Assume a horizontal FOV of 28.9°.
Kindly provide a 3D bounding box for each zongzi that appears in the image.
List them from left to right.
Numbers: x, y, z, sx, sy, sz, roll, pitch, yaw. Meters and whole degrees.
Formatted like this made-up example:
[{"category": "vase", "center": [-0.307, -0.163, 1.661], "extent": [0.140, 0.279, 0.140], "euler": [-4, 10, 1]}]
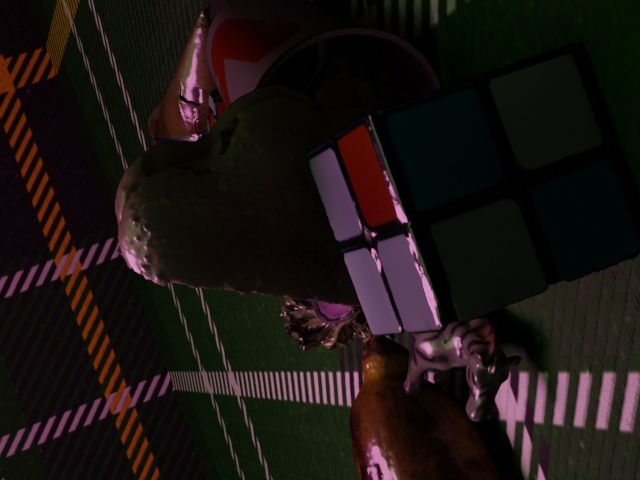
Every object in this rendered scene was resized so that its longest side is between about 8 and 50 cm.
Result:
[{"category": "zongzi", "center": [-0.184, -0.220, 1.754], "extent": [0.260, 0.123, 0.289], "euler": [41, 147, 55]}]

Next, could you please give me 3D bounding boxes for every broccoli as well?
[{"category": "broccoli", "center": [0.037, 0.066, 1.475], "extent": [0.204, 0.118, 0.122], "euler": [-34, 64, 56]}]

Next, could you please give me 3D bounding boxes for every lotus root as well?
[{"category": "lotus root", "center": [0.111, 0.251, 1.357], "extent": [0.169, 0.141, 0.314], "euler": [107, 139, -68]}]

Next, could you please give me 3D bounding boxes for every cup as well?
[{"category": "cup", "center": [-0.020, -0.155, 1.250], "extent": [0.288, 0.203, 0.203], "euler": [-126, 21, -59]}]

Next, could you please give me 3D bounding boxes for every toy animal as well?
[{"category": "toy animal", "center": [0.118, 0.094, 1.262], "extent": [0.255, 0.089, 0.170], "euler": [50, 148, 39]}]

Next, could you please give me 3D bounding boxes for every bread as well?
[{"category": "bread", "center": [-0.006, -0.032, 1.084], "extent": [0.102, 0.337, 0.183], "euler": [47, 123, 59]}]

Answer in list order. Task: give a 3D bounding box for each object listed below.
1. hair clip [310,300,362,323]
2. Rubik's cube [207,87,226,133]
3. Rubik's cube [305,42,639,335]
[{"category": "hair clip", "center": [-0.001, 0.002, 1.400], "extent": [0.095, 0.110, 0.359], "euler": [46, -177, -28]}, {"category": "Rubik's cube", "center": [-0.078, -0.144, 1.514], "extent": [0.133, 0.133, 0.112], "euler": [123, 167, -69]}, {"category": "Rubik's cube", "center": [0.114, -0.033, 0.956], "extent": [0.167, 0.183, 0.180], "euler": [69, 165, 0]}]
